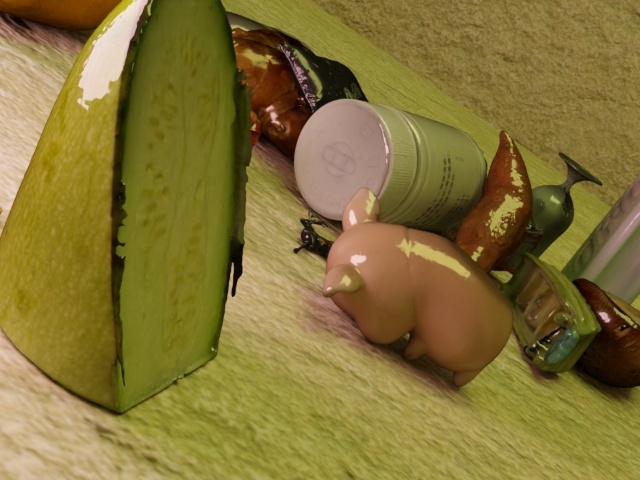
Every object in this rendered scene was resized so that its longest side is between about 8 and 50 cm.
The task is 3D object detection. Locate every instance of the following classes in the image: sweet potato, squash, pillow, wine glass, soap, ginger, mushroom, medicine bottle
[{"bbox_3d":[0.282,-0.026,1.565,0.106,0.095,0.355,39,55,-17],"label":"sweet potato"},{"bbox_3d":[-0.127,-0.056,0.820,0.210,0.309,0.233,38,19,12],"label":"squash"},{"bbox_3d":[0.018,-0.248,1.583,0.208,0.055,0.141,1,56,-60],"label":"pillow"},{"bbox_3d":[0.420,-0.045,1.830,0.103,0.231,0.103,31,16,-10],"label":"wine glass"},{"bbox_3d":[0.596,-0.006,1.844,0.115,0.347,0.208,35,19,1],"label":"soap"},{"bbox_3d":[-0.063,-0.253,1.674,0.274,0.152,0.357,34,20,0],"label":"ginger"},{"bbox_3d":[0.469,0.157,1.589,0.194,0.138,0.231,29,2,30],"label":"mushroom"},{"bbox_3d":[0.118,-0.114,1.564,0.190,0.190,0.332,43,20,27],"label":"medicine bottle"}]

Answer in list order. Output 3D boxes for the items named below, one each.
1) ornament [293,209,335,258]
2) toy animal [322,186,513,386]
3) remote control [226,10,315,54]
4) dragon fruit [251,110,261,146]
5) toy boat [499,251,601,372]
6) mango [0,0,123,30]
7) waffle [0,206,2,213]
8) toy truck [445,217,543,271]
[{"bbox_3d":[0.000,0.000,1.341,0.073,0.028,0.125,29,20,-11],"label":"ornament"},{"bbox_3d":[0.119,0.066,1.176,0.250,0.154,0.166,27,28,-12],"label":"toy animal"},{"bbox_3d":[-0.146,-0.376,1.882,0.221,0.103,0.332,15,6,37],"label":"remote control"},{"bbox_3d":[-0.163,-0.159,1.317,0.166,0.136,0.133,17,57,-19],"label":"dragon fruit"},{"bbox_3d":[0.357,0.118,1.503,0.084,0.111,0.276,29,18,-15],"label":"toy boat"},{"bbox_3d":[-0.407,-0.434,1.462,0.264,0.221,0.378,39,27,6],"label":"mango"},{"bbox_3d":[-0.340,-0.046,0.907,0.078,0.016,0.085,18,23,-40],"label":"waffle"},{"bbox_3d":[0.260,-0.048,1.743,0.270,0.135,0.114,40,21,31],"label":"toy truck"}]
